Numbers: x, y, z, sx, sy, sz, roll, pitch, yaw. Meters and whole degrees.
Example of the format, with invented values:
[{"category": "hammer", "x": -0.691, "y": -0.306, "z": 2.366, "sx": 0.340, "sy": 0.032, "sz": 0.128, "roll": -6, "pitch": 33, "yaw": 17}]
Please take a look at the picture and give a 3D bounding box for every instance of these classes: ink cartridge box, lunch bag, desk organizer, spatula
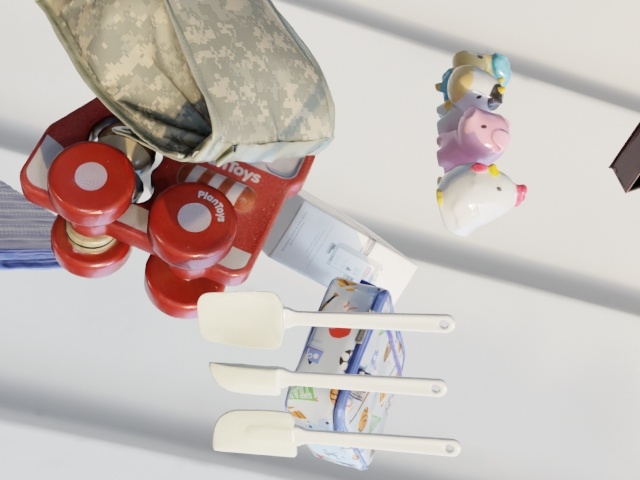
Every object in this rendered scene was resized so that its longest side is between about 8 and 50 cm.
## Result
[{"category": "ink cartridge box", "x": 0.000, "y": 0.000, "z": 2.145, "sx": 0.117, "sy": 0.283, "sz": 0.207, "roll": -57, "pitch": -145, "yaw": 5}, {"category": "lunch bag", "x": -0.134, "y": -0.193, "z": 1.352, "sx": 0.169, "sy": 0.235, "sz": 0.287, "roll": -43, "pitch": -108, "yaw": 28}, {"category": "desk organizer", "x": 0.372, "y": -0.109, "z": 1.332, "sx": 0.050, "sy": 0.047, "sz": 0.130, "roll": -103, "pitch": -147, "yaw": -48}, {"category": "lunch bag", "x": 0.049, "y": 0.198, "z": 1.862, "sx": 0.303, "sy": 0.114, "sz": 0.243, "roll": 74, "pitch": 36, "yaw": -60}, {"category": "spatula", "x": 0.007, "y": 0.126, "z": 1.128, "sx": 0.019, "sy": 0.242, "sz": 0.168, "roll": -42, "pitch": 132, "yaw": -68}]

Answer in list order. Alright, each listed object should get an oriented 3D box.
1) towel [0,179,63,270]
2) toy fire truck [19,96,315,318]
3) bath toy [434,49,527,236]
[{"category": "towel", "x": -0.481, "y": -0.030, "z": 1.728, "sx": 0.336, "sy": 0.243, "sz": 0.040, "roll": 28, "pitch": -72, "yaw": 37}, {"category": "toy fire truck", "x": -0.184, "y": -0.072, "z": 1.468, "sx": 0.169, "sy": 0.302, "sz": 0.254, "roll": 107, "pitch": 8, "yaw": -60}, {"category": "bath toy", "x": 0.237, "y": -0.151, "z": 1.842, "sx": 0.348, "sy": 0.129, "sz": 0.151, "roll": -84, "pitch": 161, "yaw": -49}]
